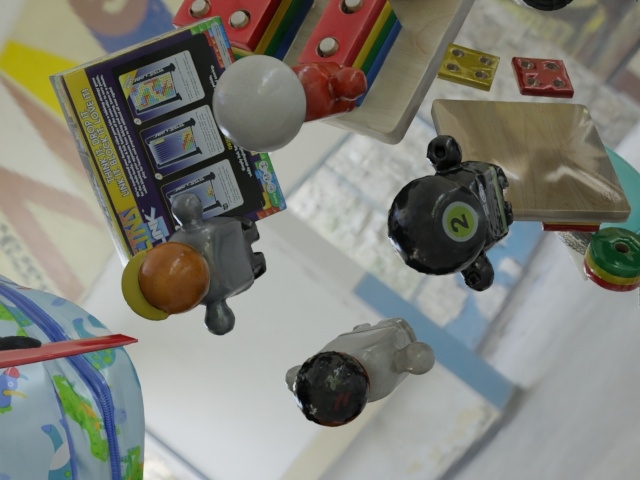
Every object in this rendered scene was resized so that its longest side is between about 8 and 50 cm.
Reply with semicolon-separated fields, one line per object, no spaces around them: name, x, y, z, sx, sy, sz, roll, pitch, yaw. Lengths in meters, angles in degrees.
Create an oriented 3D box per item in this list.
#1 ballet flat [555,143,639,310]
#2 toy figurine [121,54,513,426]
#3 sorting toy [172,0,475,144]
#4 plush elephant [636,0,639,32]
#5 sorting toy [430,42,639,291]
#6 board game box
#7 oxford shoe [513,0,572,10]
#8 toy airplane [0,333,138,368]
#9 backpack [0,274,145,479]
ballet flat;0.463;0.028;1.731;0.164;0.483;0.182;-30;-38;-29
toy figurine;0.000;0.000;0.798;0.209;0.213;0.148;-58;-11;20
sorting toy;0.008;-0.251;1.152;0.255;0.257;0.089;-62;-29;-12
plush elephant;0.343;-0.204;0.841;0.330;0.255;0.271;91;-157;-82
sorting toy;0.159;-0.059;0.980;0.274;0.132;0.046;-100;15;-45
board game box;-0.121;-0.078;0.996;0.141;0.170;0.048;-23;16;-18
oxford shoe;0.184;-0.305;1.003;0.096;0.083;0.227;-127;50;-73
toy airplane;-0.162;0.053;0.563;0.151;0.028;0.151;-13;-6;-1
backpack;-0.271;0.130;0.801;0.355;0.273;0.290;-175;89;-68
